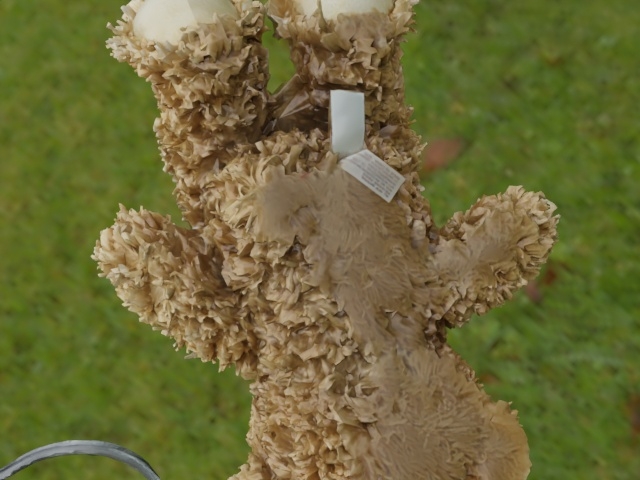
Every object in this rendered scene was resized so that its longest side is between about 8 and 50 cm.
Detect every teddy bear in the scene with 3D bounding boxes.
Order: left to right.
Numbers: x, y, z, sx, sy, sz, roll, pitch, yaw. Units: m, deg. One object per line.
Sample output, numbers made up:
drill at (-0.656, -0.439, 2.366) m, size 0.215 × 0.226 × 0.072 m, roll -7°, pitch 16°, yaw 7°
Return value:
teddy bear at (0.000, 0.000, 1.056) m, size 0.245 × 0.338 × 0.113 m, roll -31°, pitch -1°, yaw -23°

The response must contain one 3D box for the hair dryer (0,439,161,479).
hair dryer at (-0.230, 0.137, 0.788) m, size 0.293 × 0.223 × 0.080 m, roll -44°, pitch -9°, yaw 2°
